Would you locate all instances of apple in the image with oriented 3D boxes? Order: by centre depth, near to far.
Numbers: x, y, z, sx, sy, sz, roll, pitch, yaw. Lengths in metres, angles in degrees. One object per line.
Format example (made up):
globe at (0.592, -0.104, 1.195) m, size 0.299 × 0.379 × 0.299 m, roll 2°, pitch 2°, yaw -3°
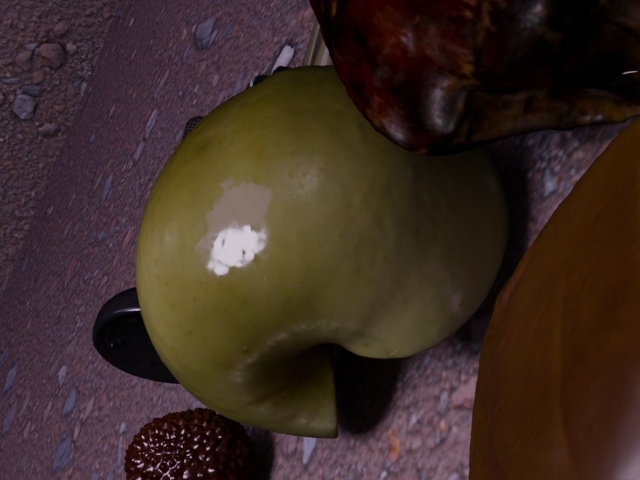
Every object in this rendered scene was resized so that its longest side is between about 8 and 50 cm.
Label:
apple at (-0.020, -0.003, 0.836) m, size 0.295 × 0.233 × 0.258 m, roll -43°, pitch 37°, yaw 41°

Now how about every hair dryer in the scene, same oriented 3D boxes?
hair dryer at (-0.134, -0.043, 1.129) m, size 0.284 × 0.155 × 0.320 m, roll 113°, pitch 167°, yaw -62°

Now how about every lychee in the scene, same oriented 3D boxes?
lychee at (-0.118, 0.215, 0.997) m, size 0.129 × 0.123 × 0.123 m, roll -14°, pitch 48°, yaw 16°

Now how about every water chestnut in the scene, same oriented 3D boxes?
water chestnut at (0.130, -0.187, 0.688) m, size 0.289 × 0.244 × 0.289 m, roll -29°, pitch 19°, yaw 11°

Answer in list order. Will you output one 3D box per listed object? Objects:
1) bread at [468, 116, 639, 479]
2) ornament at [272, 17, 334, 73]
bread at (0.182, 0.075, 0.367) m, size 0.250 × 0.225 × 0.279 m, roll -44°, pitch 29°, yaw 39°
ornament at (-0.026, -0.138, 1.169) m, size 0.230 × 0.061 × 0.245 m, roll 22°, pitch 96°, yaw 67°
